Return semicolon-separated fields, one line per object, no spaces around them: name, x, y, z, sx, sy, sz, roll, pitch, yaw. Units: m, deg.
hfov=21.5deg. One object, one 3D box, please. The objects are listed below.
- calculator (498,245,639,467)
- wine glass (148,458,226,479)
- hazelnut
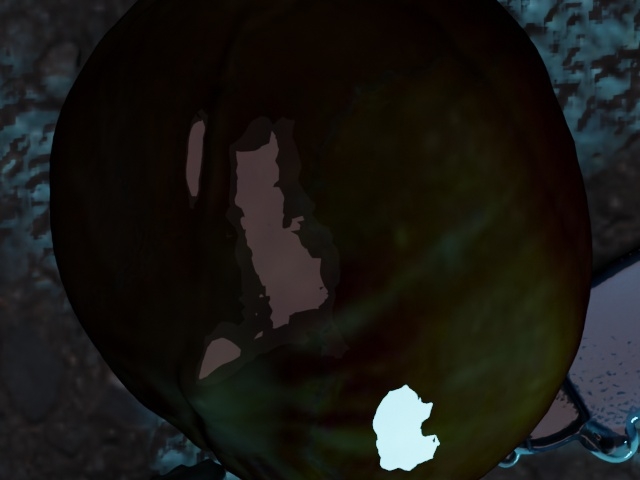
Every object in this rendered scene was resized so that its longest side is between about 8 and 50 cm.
calculator;0.127;0.051;0.752;0.141;0.019;0.094;-30;96;10
wine glass;-0.035;0.213;0.748;0.103;0.103;0.222;-28;97;8
hazelnut;0.000;0.000;0.650;0.229;0.229;0.229;1;100;4
